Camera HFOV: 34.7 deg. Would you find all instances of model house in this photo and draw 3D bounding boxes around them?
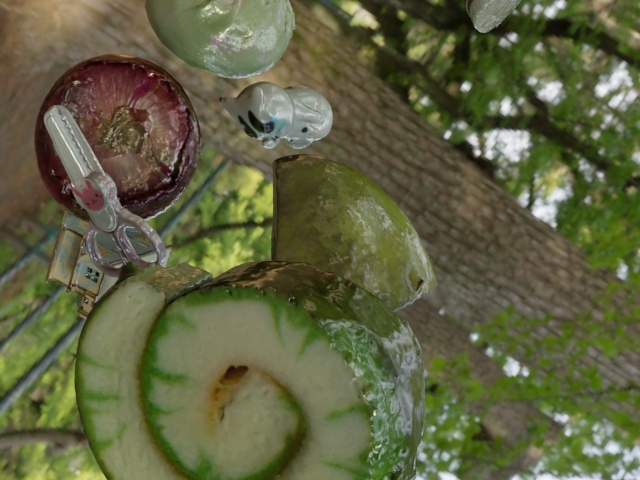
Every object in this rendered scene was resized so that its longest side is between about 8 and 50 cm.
[{"bbox_3d":[-0.460,0.047,2.068,0.271,0.207,0.178,-26,140,-63],"label":"model house"}]

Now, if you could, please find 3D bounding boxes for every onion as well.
[{"bbox_3d":[-0.287,-0.138,1.444,0.248,0.248,0.161,-58,-165,-20],"label":"onion"}]

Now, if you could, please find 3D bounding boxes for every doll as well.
[{"bbox_3d":[-0.065,-0.210,1.717,0.110,0.106,0.181,-21,169,42],"label":"doll"}]

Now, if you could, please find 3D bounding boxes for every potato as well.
[{"bbox_3d":[0.000,0.000,1.376,0.270,0.255,0.112,-25,180,-12],"label":"potato"}]

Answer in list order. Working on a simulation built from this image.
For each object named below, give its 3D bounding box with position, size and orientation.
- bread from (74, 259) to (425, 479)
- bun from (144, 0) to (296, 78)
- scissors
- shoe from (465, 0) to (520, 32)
[{"bbox_3d":[-0.080,0.164,1.069,0.366,0.382,0.129,-49,172,31],"label":"bread"},{"bbox_3d":[-0.166,-0.431,1.816,0.283,0.283,0.179,-60,-179,-42],"label":"bun"},{"bbox_3d":[-0.283,-0.060,1.296,0.118,0.242,0.030,-8,-154,33],"label":"scissors"},{"bbox_3d":[0.230,-0.368,1.381,0.099,0.125,0.227,-44,-179,33],"label":"shoe"}]
